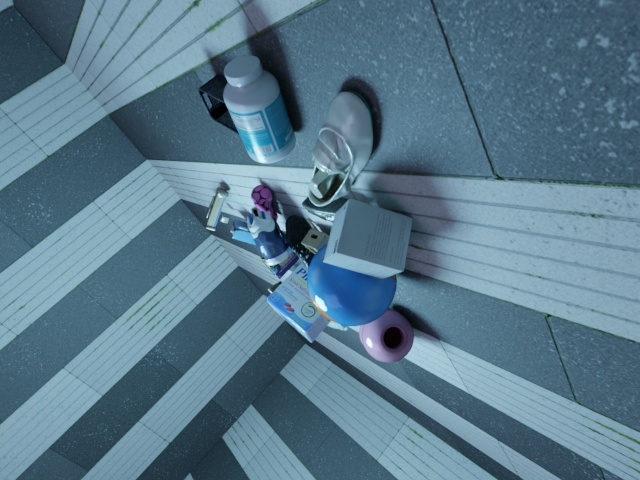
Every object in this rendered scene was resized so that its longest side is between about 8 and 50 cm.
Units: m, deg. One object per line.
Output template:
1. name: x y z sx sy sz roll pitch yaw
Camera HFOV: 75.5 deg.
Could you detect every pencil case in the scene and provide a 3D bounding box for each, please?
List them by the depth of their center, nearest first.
1. pencil case: -0.234 -0.142 1.768 0.098 0.095 0.209 24 158 16

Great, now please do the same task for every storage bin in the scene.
1. storage bin: -0.279 -0.417 1.276 0.180 0.084 0.122 35 159 30

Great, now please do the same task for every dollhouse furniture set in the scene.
1. dollhouse furniture set: -0.441 -0.143 2.240 0.303 0.198 0.286 19 -166 -20

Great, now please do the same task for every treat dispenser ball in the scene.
1. treat dispenser ball: 0.100 0.128 1.328 0.288 0.288 0.288 39 161 16

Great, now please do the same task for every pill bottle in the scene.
1. pill bottle: -0.163 -0.343 1.093 0.146 0.146 0.264 33 158 30

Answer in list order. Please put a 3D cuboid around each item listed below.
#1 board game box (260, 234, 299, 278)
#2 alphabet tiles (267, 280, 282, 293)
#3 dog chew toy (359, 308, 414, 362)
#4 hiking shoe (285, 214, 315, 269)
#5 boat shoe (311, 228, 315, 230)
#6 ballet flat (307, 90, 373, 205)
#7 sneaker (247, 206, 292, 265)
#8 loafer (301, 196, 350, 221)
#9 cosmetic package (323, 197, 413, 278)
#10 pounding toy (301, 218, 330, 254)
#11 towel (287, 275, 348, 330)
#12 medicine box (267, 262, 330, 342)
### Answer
1. board game box: -0.188 0.078 2.007 0.048 0.170 0.141 14 145 54
2. alphabet tiles: -0.122 0.352 2.176 0.342 0.011 0.285 43 -163 5
3. dog chew toy: 0.251 0.383 1.708 0.206 0.206 0.332 45 169 -2
4. hiking shoe: -0.082 0.015 1.747 0.132 0.113 0.304 38 157 54
5. boat shoe: -0.009 -0.002 1.675 0.035 0.035 0.100 22 145 55
6. ballet flat: 0.033 -0.192 1.026 0.139 0.139 0.400 41 161 9
7. sneaker: -0.212 -0.042 1.744 0.323 0.130 0.236 -87 -26 -78
8. loafer: 0.037 -0.088 1.295 0.251 0.094 0.087 24 149 46
9. cosmetic package: 0.124 0.001 1.109 0.183 0.151 0.151 17 164 -9
10. pounding toy: 0.000 0.000 1.593 0.130 0.100 0.141 39 170 -33
11. towel: -0.019 0.356 2.375 0.374 0.090 0.320 51 160 -17
12. medicine box: -0.054 0.277 1.957 0.263 0.289 0.149 34 161 28
